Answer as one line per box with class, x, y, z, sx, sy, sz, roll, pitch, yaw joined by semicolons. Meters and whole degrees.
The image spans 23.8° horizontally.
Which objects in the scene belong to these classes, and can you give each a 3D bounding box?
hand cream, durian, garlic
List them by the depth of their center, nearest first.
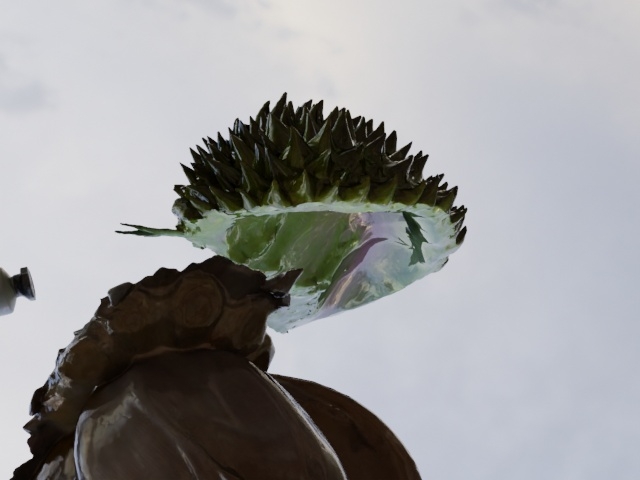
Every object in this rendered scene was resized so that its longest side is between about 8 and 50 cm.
garlic;-0.022;0.096;0.665;0.207;0.257;0.207;23;-126;-35
durian;0.004;-0.008;1.102;0.157;0.169;0.355;35;178;20
hand cream;-0.343;0.063;1.308;0.195;0.042;0.067;-15;-147;-5
